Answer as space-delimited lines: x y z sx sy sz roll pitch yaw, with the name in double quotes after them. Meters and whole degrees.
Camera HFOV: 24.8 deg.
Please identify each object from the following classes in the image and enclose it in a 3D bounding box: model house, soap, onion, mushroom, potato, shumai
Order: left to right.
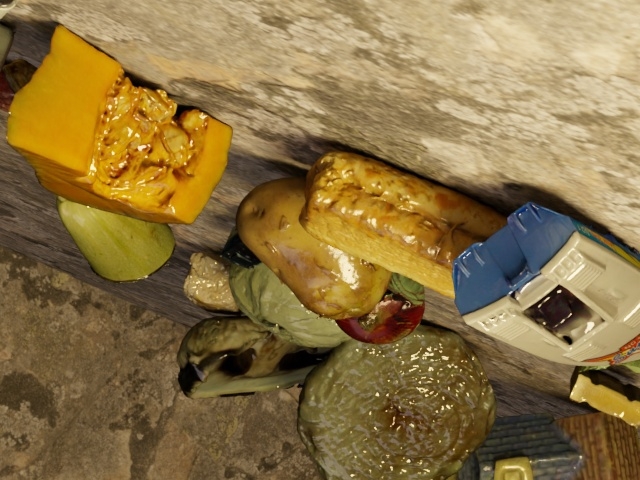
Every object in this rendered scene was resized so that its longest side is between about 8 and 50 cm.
-0.085 0.173 2.400 0.344 0.130 0.247 -6 156 -28 "mushroom"
0.000 0.000 1.509 0.176 0.137 0.137 45 166 -10 "potato"
0.067 0.077 1.790 0.117 0.118 0.118 37 170 -1 "onion"
0.121 0.218 2.285 0.309 0.304 0.263 -7 -160 10 "shumai"
0.364 0.400 2.303 0.321 0.261 0.266 -5 166 -2 "model house"
0.364 0.194 1.857 0.092 0.037 0.252 24 -177 9 "soap"

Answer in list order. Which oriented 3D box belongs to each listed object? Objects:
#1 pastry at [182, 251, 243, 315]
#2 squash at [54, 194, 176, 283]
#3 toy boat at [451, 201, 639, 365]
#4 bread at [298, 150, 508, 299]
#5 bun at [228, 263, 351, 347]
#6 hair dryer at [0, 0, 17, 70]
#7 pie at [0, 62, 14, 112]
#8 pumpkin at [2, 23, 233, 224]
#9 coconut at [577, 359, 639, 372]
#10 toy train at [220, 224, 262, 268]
-0.162 0.073 2.369 0.121 0.089 0.258 10 174 -4 "pastry"
-0.302 -0.023 2.024 0.137 0.137 0.287 18 168 18 "squash"
0.242 0.061 1.307 0.295 0.129 0.088 26 -148 -50 "toy boat"
0.083 -0.015 1.348 0.211 0.083 0.114 22 165 -3 "bread"
-0.037 0.090 2.103 0.221 0.108 0.221 20 171 4 "bun"
-0.322 -0.196 1.286 0.131 0.073 0.236 27 166 -24 "hair dryer"
-0.316 -0.154 1.592 0.154 0.036 0.154 21 171 3 "pie"
-0.215 -0.103 1.386 0.126 0.131 0.248 11 164 46 "pumpkin"
0.398 0.162 1.718 0.158 0.055 0.133 24 169 -25 "coconut"
-0.078 -0.004 1.851 0.052 0.051 0.234 23 167 -10 "toy train"
